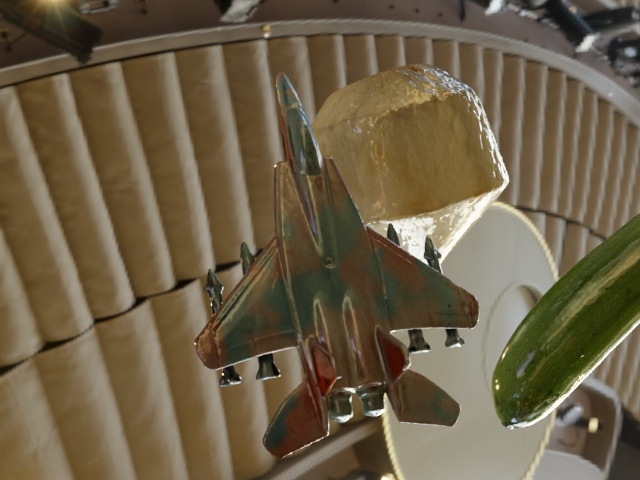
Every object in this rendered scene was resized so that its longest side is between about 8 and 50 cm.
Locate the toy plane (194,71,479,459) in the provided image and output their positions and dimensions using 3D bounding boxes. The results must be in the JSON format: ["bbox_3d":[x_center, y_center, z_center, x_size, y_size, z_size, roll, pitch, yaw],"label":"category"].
[{"bbox_3d":[-0.001,0.004,0.714,0.223,0.104,0.326,-8,-123,-12],"label":"toy plane"}]

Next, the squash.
[{"bbox_3d":[0.345,0.068,1.073,0.395,0.107,0.107,-44,-52,0],"label":"squash"}]

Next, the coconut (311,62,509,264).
[{"bbox_3d":[0.129,-0.097,1.369,0.329,0.329,0.328,-3,-86,-46],"label":"coconut"}]
